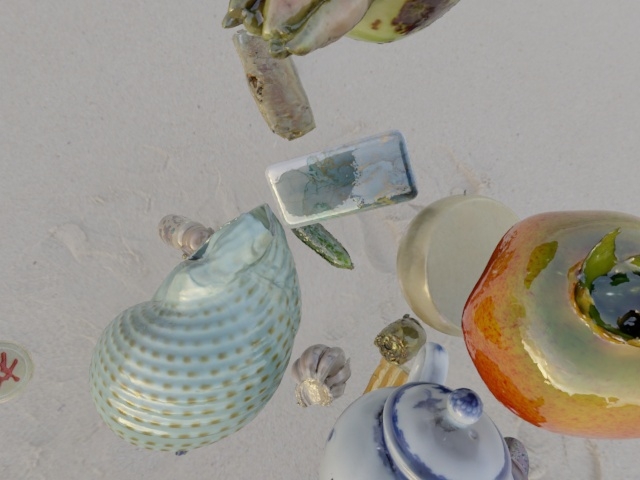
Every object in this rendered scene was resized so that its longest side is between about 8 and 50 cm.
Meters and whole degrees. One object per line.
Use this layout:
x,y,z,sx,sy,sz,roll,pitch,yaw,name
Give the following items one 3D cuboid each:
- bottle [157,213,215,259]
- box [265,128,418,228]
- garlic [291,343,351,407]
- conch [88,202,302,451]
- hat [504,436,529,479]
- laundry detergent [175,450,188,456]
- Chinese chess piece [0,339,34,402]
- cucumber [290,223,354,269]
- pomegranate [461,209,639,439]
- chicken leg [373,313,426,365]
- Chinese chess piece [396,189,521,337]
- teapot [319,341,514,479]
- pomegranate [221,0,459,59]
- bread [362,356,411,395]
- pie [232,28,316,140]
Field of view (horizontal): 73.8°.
-0.379,-0.008,1.203,0.209,0.097,0.110,18,60,47,bottle
0.040,-0.117,0.846,0.286,0.044,0.142,-13,109,17,box
0.023,0.292,0.972,0.194,0.131,0.127,-6,67,-52,garlic
-0.132,0.112,0.572,0.319,0.302,0.215,-37,111,16,conch
0.266,0.327,0.619,0.042,0.058,0.086,28,43,-21,hat
-0.416,0.560,1.405,0.105,0.215,0.280,24,64,-29,laundry detergent
-0.630,0.255,0.830,0.122,0.051,0.121,11,70,-34,Chinese chess piece
0.000,0.000,1.094,0.069,0.069,0.227,-42,69,-16,cucumber
0.249,0.074,0.398,0.221,0.256,0.220,-5,71,13,pomegranate
0.170,0.203,0.893,0.088,0.228,0.103,39,95,12,chicken leg
0.271,0.046,0.797,0.274,0.102,0.272,0,89,-21,Chinese chess piece
0.134,0.290,0.550,0.253,0.279,0.424,20,28,5,teapot
0.039,-0.251,0.324,0.204,0.222,0.276,-19,42,31,pomegranate
0.262,0.562,1.474,0.111,0.239,0.245,23,94,-42,bread
-0.101,-0.347,0.930,0.129,0.068,0.282,-16,77,-21,pie
